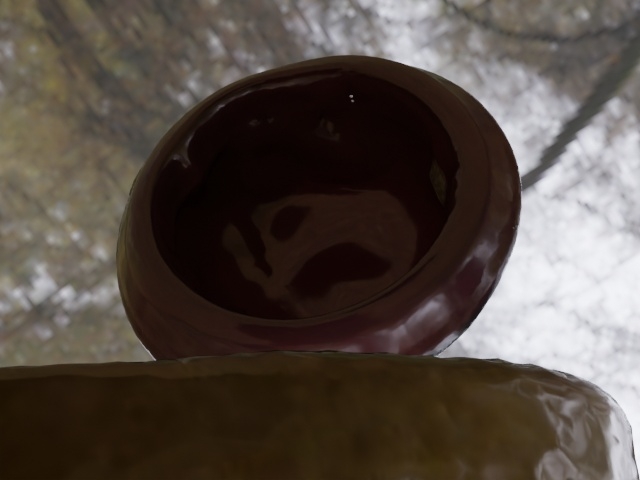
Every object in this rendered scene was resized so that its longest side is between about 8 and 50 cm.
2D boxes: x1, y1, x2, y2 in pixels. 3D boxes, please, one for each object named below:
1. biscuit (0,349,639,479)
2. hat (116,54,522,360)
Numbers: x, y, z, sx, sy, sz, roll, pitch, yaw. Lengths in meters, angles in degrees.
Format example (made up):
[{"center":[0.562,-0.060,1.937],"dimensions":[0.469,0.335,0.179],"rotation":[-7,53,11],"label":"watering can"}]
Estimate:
[{"center":[-0.096,0.116,0.465],"dimensions":[0.367,0.063,0.314],"rotation":[0,149,-40],"label":"biscuit"},{"center":[0.000,0.000,0.896],"dimensions":[0.205,0.089,0.205],"rotation":[-6,-125,9],"label":"hat"}]
